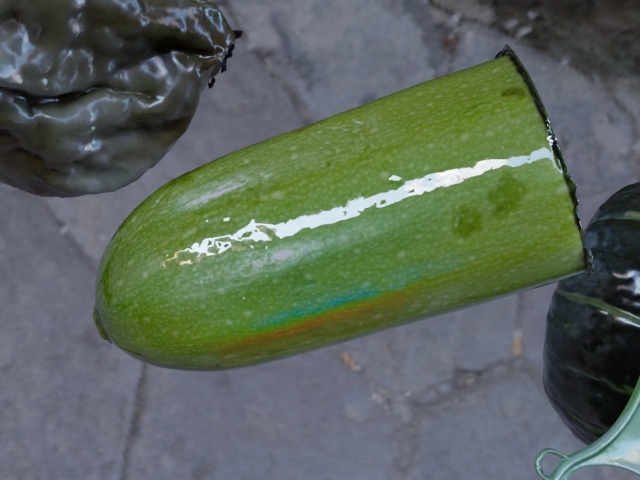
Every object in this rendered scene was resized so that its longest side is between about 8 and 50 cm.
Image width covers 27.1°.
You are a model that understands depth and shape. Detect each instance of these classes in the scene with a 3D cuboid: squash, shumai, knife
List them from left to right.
[{"bbox_3d":[-0.192,-0.105,0.776,0.218,0.184,0.185,32,26,5],"label":"shumai"},{"bbox_3d":[0.000,0.000,0.505,0.188,0.095,0.095,-19,86,1],"label":"squash"},{"bbox_3d":[0.295,0.071,1.157,0.165,0.252,0.252,28,47,25],"label":"squash"},{"bbox_3d":[0.148,0.046,0.560,0.078,0.022,0.166,23,80,-7],"label":"knife"}]
